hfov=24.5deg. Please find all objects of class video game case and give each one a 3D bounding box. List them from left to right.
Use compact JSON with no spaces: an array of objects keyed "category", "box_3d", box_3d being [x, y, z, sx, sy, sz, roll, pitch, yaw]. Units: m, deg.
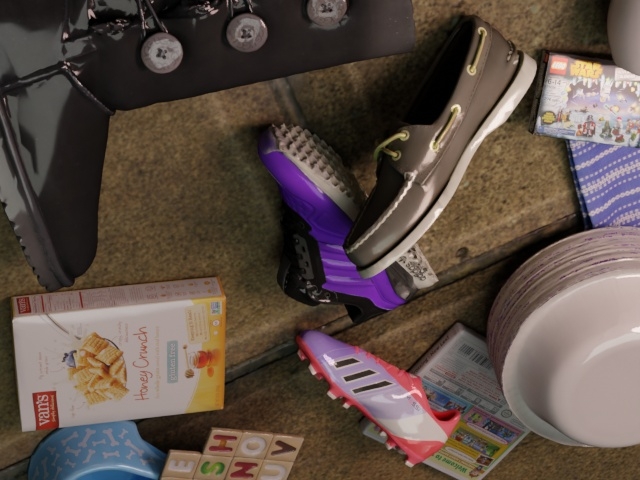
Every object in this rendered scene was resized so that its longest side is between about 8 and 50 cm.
[{"category":"video game case","box_3d":[0.187,0.215,1.896,0.212,0.023,0.193,29,112,-33]}]

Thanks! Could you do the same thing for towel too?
[{"category":"towel","box_3d":[0.428,-0.058,1.760,0.243,0.040,0.336,-23,128,-1]}]

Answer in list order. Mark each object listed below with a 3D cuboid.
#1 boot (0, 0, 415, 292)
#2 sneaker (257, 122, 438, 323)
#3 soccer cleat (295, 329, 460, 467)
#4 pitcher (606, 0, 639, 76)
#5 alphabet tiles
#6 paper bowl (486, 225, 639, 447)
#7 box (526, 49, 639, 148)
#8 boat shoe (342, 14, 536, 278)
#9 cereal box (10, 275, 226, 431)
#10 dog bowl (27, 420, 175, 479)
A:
[{"category":"boot","box_3d":[-0.120,-0.161,1.464,0.445,0.146,0.367,-20,130,-8]},{"category":"sneaker","box_3d":[0.000,0.001,1.631,0.146,0.102,0.293,-37,127,12]},{"category":"soccer cleat","box_3d":[0.069,0.175,1.787,0.095,0.083,0.248,-45,114,0]},{"category":"pitcher","box_3d":[0.350,-0.280,1.536,0.178,0.125,0.207,12,112,-1]},{"category":"alphabet tiles","box_3d":[-0.111,0.323,1.798,0.198,0.009,0.237,8,122,-22]},{"category":"paper bowl","box_3d":[0.351,0.135,1.763,0.284,0.148,0.284,-5,126,-7]},{"category":"box","box_3d":[0.305,-0.156,1.631,0.137,0.027,0.094,5,105,-12]},{"category":"boat shoe","box_3d":[0.107,-0.099,1.535,0.091,0.109,0.305,41,75,-19]},{"category":"cereal box","box_3d":[-0.230,0.132,1.689,0.240,0.047,0.173,-6,126,-13]},{"category":"dog bowl","box_3d":[-0.215,0.319,1.816,0.297,0.074,0.166,21,117,-28]}]
